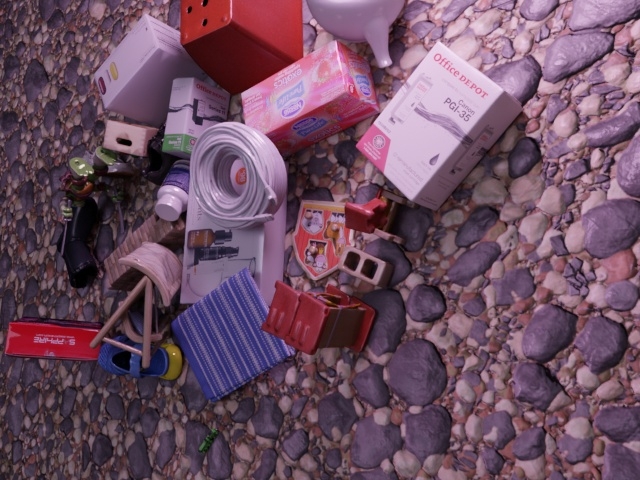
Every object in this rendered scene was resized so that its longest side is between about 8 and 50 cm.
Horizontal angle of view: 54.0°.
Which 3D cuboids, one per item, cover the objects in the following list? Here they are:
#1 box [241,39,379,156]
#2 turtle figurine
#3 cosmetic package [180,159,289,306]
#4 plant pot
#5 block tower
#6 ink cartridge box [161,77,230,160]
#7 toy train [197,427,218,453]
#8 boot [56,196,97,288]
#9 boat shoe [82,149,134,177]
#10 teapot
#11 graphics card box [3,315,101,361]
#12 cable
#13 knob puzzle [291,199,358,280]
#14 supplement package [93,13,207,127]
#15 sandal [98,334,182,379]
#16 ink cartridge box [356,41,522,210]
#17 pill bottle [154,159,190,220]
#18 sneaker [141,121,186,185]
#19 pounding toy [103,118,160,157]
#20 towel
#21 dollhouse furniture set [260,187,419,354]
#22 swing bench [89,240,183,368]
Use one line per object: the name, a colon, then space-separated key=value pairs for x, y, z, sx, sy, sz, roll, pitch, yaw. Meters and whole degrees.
box: x=-0.029 y=-0.334 z=1.519 sx=0.299 sy=0.154 sz=0.142 roll=-20 pitch=70 yaw=31
turtle figurine: x=-0.678 y=-0.132 z=1.889 sx=0.266 sy=0.197 sz=0.275 roll=-52 pitch=46 yaw=49
cosmetic package: x=-0.226 y=-0.017 z=1.645 sx=0.284 sy=0.097 sz=0.378 roll=-4 pitch=80 yaw=33
plant pot: x=-0.221 y=-0.577 z=1.654 sx=0.267 sy=0.235 sz=0.268 roll=-9 pitch=76 yaw=34
block tower: x=-0.506 y=0.022 z=1.845 sx=0.335 sy=0.091 sz=0.097 roll=-39 pitch=60 yaw=24
ink cartridge box: x=-0.344 y=-0.331 z=1.751 sx=0.086 sy=0.153 sz=0.209 roll=5 pitch=85 yaw=36
toy train: x=-0.295 y=0.523 z=1.639 sx=0.017 sy=0.023 sz=0.083 roll=41 pitch=106 yaw=34
boot: x=-0.764 y=0.010 z=2.032 sx=0.246 sy=0.094 sz=0.207 roll=-56 pitch=52 yaw=22
boat shoe: x=-0.695 y=-0.257 z=2.030 sx=0.277 sy=0.098 sz=0.096 roll=10 pitch=88 yaw=38
teapot: x=0.084 y=-0.558 z=1.468 sx=0.252 sy=0.187 sz=0.256 roll=17 pitch=65 yaw=19
graphics card box: x=-0.745 y=0.276 z=1.788 sx=0.371 sy=0.232 sz=0.094 roll=165 pitch=111 yaw=-71
cable: x=-0.199 y=-0.153 z=1.501 sx=0.257 sy=0.089 sz=0.257 roll=-12 pitch=92 yaw=37
knob puzzle: x=0.000 y=0.000 z=1.514 sx=0.213 sy=0.030 sz=0.213 roll=-7 pitch=78 yaw=35
supplement package: x=-0.499 y=-0.493 z=1.863 sx=0.262 sy=0.204 sz=0.145 roll=-39 pitch=62 yaw=24
sandal: x=-0.541 y=0.331 z=1.787 sx=0.317 sy=0.138 sz=0.126 roll=-7 pitch=79 yaw=37
ink cartridge box: x=0.244 y=-0.239 z=1.323 sx=0.283 sy=0.117 sz=0.207 roll=-52 pitch=56 yaw=18
pill bottle: x=-0.396 y=-0.137 z=1.746 sx=0.094 sy=0.094 sz=0.169 roll=-18 pitch=39 yaw=33
sneaker: x=-0.428 y=-0.288 z=1.820 sx=0.109 sy=0.130 sz=0.286 roll=17 pitch=91 yaw=35
pounding toy: x=-0.566 y=-0.305 z=1.897 sx=0.181 sy=0.206 sz=0.094 roll=14 pitch=100 yaw=10
towel: x=-0.228 y=0.243 z=1.569 sx=0.336 sy=0.040 sz=0.243 roll=-35 pitch=81 yaw=34
dollhouse furniture set: x=0.044 y=0.053 z=1.365 sx=0.152 sy=0.201 sz=0.374 roll=24 pitch=97 yaw=37
swing bench: x=-0.457 y=0.155 z=1.655 sx=0.165 sy=0.253 sz=0.255 roll=22 pitch=99 yaw=-5
